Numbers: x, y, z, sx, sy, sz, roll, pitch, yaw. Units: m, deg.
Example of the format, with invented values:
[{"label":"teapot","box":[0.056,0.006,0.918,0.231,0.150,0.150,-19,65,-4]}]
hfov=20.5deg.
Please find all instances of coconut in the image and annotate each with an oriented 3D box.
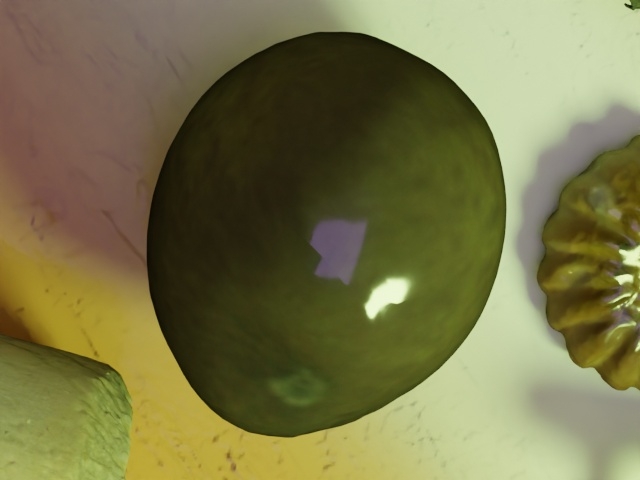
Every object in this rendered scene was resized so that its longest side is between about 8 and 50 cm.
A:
[{"label":"coconut","box":[-0.247,0.158,1.074,0.244,0.239,0.239,10,101,-11]}]

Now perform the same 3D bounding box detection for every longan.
[{"label":"longan","box":[0.000,0.000,1.060,0.248,0.248,0.248,-1,103,-6]}]

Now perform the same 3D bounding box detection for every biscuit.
[{"label":"biscuit","box":[0.204,0.022,1.178,0.118,0.061,0.183,-2,103,-5]}]

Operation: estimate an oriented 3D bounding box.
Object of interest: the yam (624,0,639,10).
[{"label":"yam","box":[0.268,-0.201,1.113,0.183,0.107,0.107,-11,103,-1]}]
